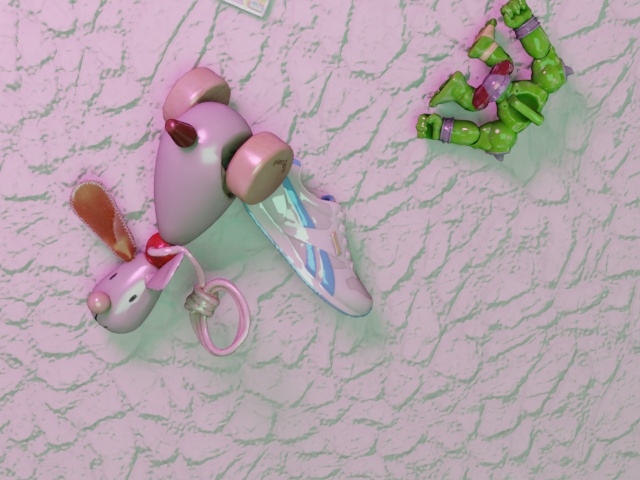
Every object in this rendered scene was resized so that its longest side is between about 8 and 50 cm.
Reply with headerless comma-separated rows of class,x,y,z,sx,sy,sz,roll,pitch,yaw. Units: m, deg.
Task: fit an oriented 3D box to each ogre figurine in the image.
ogre figurine,0.213,-0.179,1.377,0.118,0.097,0.197,36,86,-7

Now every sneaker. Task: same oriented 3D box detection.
sneaker,0.000,0.000,1.394,0.092,0.087,0.229,-39,111,1

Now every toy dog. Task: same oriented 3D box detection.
toy dog,-0.175,-0.033,1.294,0.220,0.161,0.334,19,98,27

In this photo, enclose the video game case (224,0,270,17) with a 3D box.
video game case,-0.082,-0.329,1.319,0.087,0.011,0.122,21,101,-16
